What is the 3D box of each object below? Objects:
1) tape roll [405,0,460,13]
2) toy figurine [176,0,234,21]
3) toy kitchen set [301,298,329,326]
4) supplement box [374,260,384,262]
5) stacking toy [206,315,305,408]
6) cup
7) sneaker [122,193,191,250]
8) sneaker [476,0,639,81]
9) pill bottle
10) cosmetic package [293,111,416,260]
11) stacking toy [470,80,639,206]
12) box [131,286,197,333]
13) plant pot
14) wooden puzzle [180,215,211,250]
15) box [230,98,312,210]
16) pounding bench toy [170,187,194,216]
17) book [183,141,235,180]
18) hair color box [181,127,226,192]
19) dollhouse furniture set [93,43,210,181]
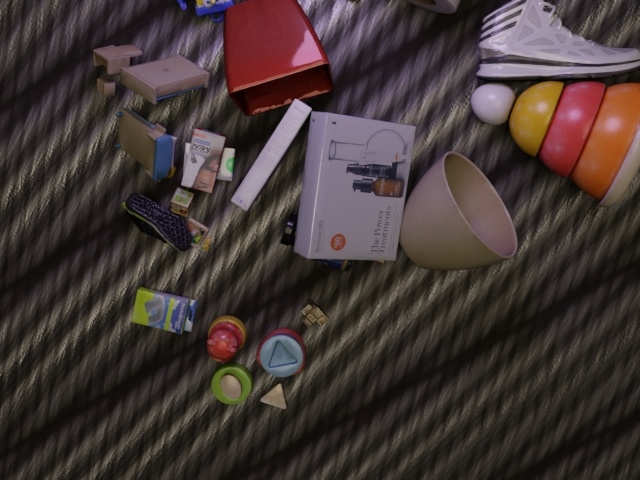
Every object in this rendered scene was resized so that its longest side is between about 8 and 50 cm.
[{"bbox_3d":[0.278,-0.725,1.696,0.246,0.246,0.169,23,100,-3],"label":"tape roll"},{"bbox_3d":[-0.280,-0.721,1.784,0.362,0.191,0.217,-13,130,-4],"label":"toy figurine"},{"bbox_3d":[-0.029,0.235,1.949,0.068,0.075,0.083,-43,93,8],"label":"toy kitchen set"},{"bbox_3d":[0.153,0.031,1.929,0.083,0.043,0.055,12,100,-2],"label":"supplement box"},{"bbox_3d":[-0.206,0.391,1.951,0.309,0.130,0.280,8,99,-1],"label":"stacking toy"},{"bbox_3d":[0.354,-0.045,1.804,0.237,0.331,0.331,-35,99,33],"label":"cup"},{"bbox_3d":[-0.481,-0.048,1.910,0.234,0.084,0.097,41,142,-2],"label":"sneaker"},{"bbox_3d":[0.656,-0.567,1.757,0.447,0.169,0.257,0,102,3],"label":"sneaker"},{"bbox_3d":[0.000,0.000,1.885,0.219,0.123,0.123,19,99,-2],"label":"pill bottle"},{"bbox_3d":[0.092,-0.138,1.732,0.284,0.097,0.377,2,101,-28],"label":"cosmetic package"},{"bbox_3d":[0.649,-0.326,1.778,0.480,0.350,0.351,23,100,16],"label":"stacking toy"},{"bbox_3d":[-0.475,0.215,1.968,0.178,0.042,0.109,14,100,-1],"label":"box"},{"bbox_3d":[-0.129,-0.510,1.743,0.267,0.267,0.236,-17,87,3],"label":"plant pot"},{"bbox_3d":[-0.379,-0.022,1.940,0.116,0.014,0.079,25,99,-3],"label":"wooden puzzle"},{"bbox_3d":[-0.129,-0.240,1.789,0.058,0.232,0.322,34,98,-5],"label":"box"},{"bbox_3d":[-0.401,-0.122,1.903,0.052,0.065,0.083,20,61,-3],"label":"pounding bench toy"},{"bbox_3d":[-0.326,-0.231,1.897,0.144,0.035,0.096,7,102,-3],"label":"book"},{"bbox_3d":[-0.333,-0.230,1.853,0.093,0.053,0.167,14,103,-7],"label":"hair color box"},{"bbox_3d":[-0.482,-0.368,1.854,0.286,0.198,0.303,34,131,24],"label":"dollhouse furniture set"}]
